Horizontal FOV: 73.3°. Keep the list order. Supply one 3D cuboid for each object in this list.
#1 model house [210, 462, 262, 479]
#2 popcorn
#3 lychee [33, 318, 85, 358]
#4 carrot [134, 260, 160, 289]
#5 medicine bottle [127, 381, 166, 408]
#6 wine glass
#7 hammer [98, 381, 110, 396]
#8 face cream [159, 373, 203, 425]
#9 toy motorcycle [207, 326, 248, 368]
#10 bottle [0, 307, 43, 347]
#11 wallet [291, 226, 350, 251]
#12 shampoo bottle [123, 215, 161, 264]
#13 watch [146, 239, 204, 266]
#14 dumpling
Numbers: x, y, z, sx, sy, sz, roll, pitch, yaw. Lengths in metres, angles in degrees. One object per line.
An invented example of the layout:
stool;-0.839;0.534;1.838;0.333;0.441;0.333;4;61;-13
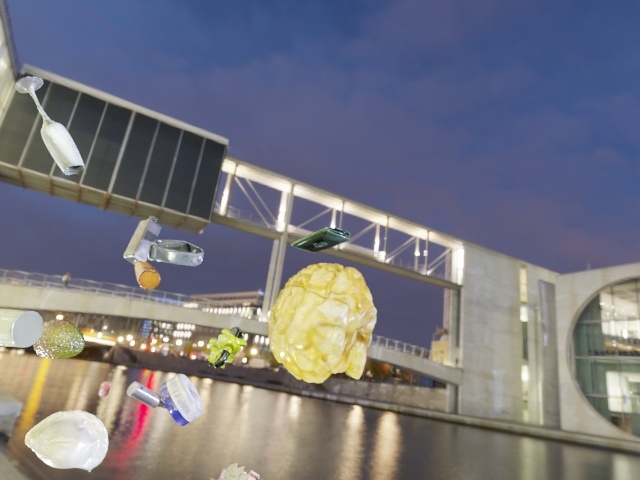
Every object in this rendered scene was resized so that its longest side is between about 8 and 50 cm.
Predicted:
model house;-0.312;1.089;1.826;0.244;0.169;0.326;44;-52;-16
popcorn;-0.004;0.252;1.394;0.354;0.390;0.344;-18;-48;-15
lychee;-0.735;0.275;1.202;0.147;0.114;0.114;27;-23;-12
carrot;-0.616;0.108;1.498;0.072;0.072;0.205;22;1;-36
medicine bottle;-0.704;0.654;1.779;0.058;0.057;0.199;-6;-43;36
wine glass;-0.674;-0.281;1.083;0.074;0.262;0.074;-28;-1;0
hammer;-0.900;0.622;1.793;0.043;0.043;0.083;16;-52;-25
face cream;-0.602;0.691;1.881;0.111;0.205;0.206;-32;-11;-15
toy motorcycle;-0.452;0.507;2.032;0.142;0.206;0.342;46;-25;-4
bottle;-0.649;0.166;0.840;0.202;0.072;0.072;1;-19;16
wallet;0.000;0.003;1.940;0.160;0.055;0.236;17;-31;-42
shampoo bottle;-0.823;-0.008;2.012;0.079;0.245;0.080;-8;-37;27
watch;-0.555;0.045;1.638;0.207;0.068;0.193;7;9;-34
dumpling;-0.785;0.619;1.349;0.216;0.166;0.126;22;-26;5
